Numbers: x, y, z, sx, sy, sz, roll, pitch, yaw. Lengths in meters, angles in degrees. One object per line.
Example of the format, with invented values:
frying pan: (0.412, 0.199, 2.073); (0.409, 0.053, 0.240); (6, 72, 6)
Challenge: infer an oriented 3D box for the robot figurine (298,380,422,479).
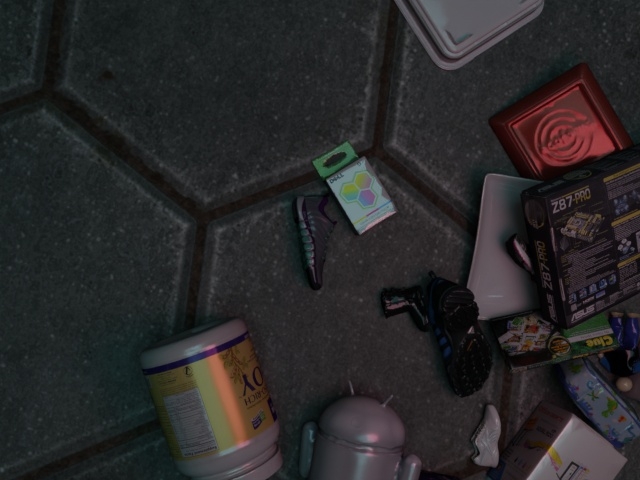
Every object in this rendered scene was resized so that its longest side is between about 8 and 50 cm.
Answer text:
robot figurine: (0.078, 0.501, 1.543); (0.299, 0.199, 0.354); (10, 88, 28)

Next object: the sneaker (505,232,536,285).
sneaker: (0.500, 0.042, 1.600); (0.077, 0.072, 0.178); (-45, 110, -4)

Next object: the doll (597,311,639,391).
doll: (0.736, 0.270, 1.672); (0.129, 0.046, 0.189); (1, 83, 38)

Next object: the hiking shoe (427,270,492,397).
hiking shoe: (0.322, 0.221, 1.621); (0.113, 0.132, 0.304); (-16, 114, -11)

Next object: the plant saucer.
plant saucer: (0.574, -0.244, 1.640); (0.258, 0.048, 0.259); (-31, 91, 16)

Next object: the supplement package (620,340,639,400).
supplement package: (0.824, 0.314, 1.671); (0.105, 0.105, 0.179); (23, 86, -6)

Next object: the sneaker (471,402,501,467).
sneaker: (0.394, 0.465, 1.650); (0.061, 0.053, 0.152); (4, 89, -3)

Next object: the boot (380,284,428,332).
boot: (0.198, 0.165, 1.640); (0.099, 0.045, 0.121); (-10, 85, -7)

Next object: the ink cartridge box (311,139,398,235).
ink cartridge box: (0.079, -0.127, 1.624); (0.108, 0.062, 0.209); (-31, 92, -5)

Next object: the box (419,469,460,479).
box: (0.257, 0.599, 1.556); (0.153, 0.207, 0.108); (13, 87, -7)

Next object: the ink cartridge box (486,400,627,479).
ink cartridge box: (0.542, 0.523, 1.605); (0.168, 0.171, 0.233); (39, 85, -4)

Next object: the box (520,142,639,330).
box: (0.655, -0.019, 1.562); (0.394, 0.097, 0.319); (-22, 110, -18)

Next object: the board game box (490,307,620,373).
board game box: (0.538, 0.216, 1.602); (0.259, 0.030, 0.136); (-12, 55, -2)

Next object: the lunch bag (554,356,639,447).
lunch bag: (0.647, 0.363, 1.620); (0.090, 0.176, 0.219); (-41, 96, 17)

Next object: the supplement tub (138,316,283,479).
supplement tub: (-0.228, 0.355, 1.494); (0.240, 0.241, 0.332); (-19, 91, -6)

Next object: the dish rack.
dish rack: (0.361, -0.605, 1.661); (0.332, 0.072, 0.286); (-33, 92, -7)

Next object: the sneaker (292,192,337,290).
sneaker: (0.000, 0.000, 1.606); (0.098, 0.083, 0.224); (-10, 89, -11)

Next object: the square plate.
square plate: (0.524, 0.031, 1.652); (0.343, 0.049, 0.348); (7, 98, -5)
